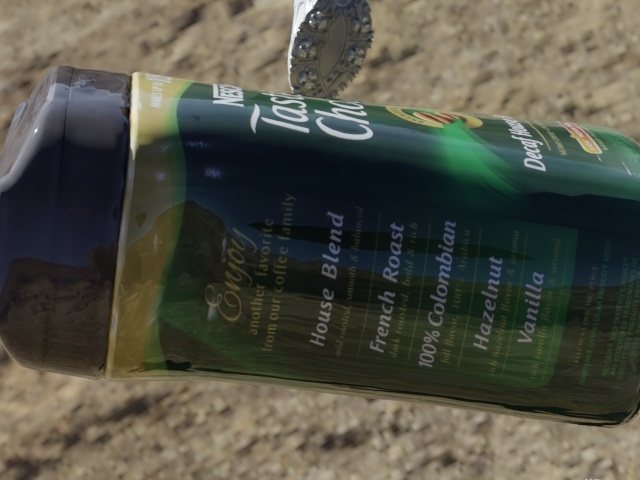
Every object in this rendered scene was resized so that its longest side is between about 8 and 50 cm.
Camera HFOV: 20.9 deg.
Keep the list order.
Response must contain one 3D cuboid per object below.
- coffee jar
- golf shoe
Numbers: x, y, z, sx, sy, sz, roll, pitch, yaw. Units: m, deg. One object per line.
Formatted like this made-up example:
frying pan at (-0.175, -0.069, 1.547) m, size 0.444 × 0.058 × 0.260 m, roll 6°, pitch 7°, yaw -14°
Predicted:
coffee jar at (0.000, 0.000, 0.483) m, size 0.184 × 0.079 × 0.096 m, roll 5°, pitch 19°, yaw -8°
golf shoe at (0.006, -0.204, 1.462) m, size 0.069 × 0.176 × 0.086 m, roll 7°, pitch 17°, yaw -22°
